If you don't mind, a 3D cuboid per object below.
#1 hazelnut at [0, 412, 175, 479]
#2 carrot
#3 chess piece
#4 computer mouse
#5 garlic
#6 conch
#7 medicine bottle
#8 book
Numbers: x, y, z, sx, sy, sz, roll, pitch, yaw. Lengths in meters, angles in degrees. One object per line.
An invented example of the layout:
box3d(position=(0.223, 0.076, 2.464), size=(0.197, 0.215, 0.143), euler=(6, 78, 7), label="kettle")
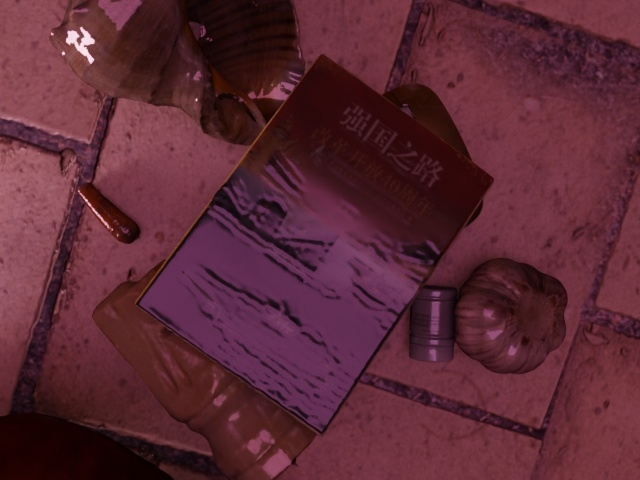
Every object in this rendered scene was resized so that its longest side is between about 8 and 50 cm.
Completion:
box3d(position=(-0.283, 0.380, 0.803), size=(0.359, 0.359, 0.409), euler=(-35, 119, -1), label="hazelnut")
box3d(position=(-0.264, -0.033, 0.953), size=(0.032, 0.032, 0.093), euler=(-45, 91, 0), label="carrot")
box3d(position=(-0.144, 0.163, 0.931), size=(0.137, 0.137, 0.301), euler=(-44, 90, 0), label="chess piece")
box3d(position=(0.133, -0.100, 0.962), size=(0.102, 0.045, 0.198), euler=(-24, 95, -4), label="computer mouse")
box3d(position=(0.231, 0.093, 0.948), size=(0.159, 0.102, 0.147), euler=(-17, 91, -30), label="garlic")
box3d(position=(-0.155, -0.256, 0.876), size=(0.263, 0.324, 0.186), euler=(-42, 49, 3), label="conch")
box3d(position=(0.142, 0.104, 0.966), size=(0.058, 0.058, 0.091), euler=(2, 93, -3), label="medicine bottle")
box3d(position=(0.000, 0.000, 0.897), size=(0.263, 0.028, 0.373), euler=(35, 81, -1), label="book")
